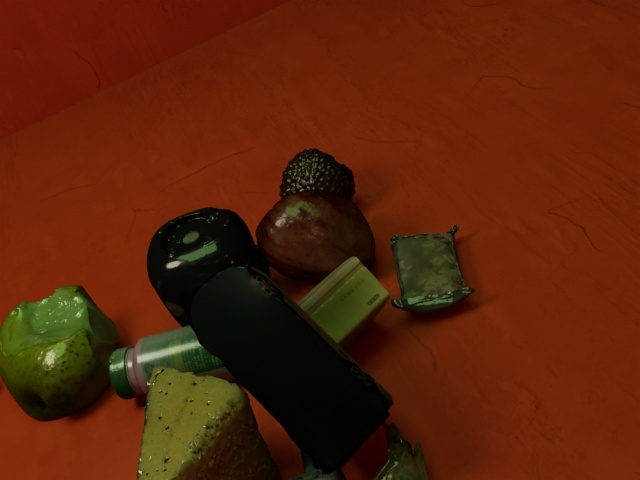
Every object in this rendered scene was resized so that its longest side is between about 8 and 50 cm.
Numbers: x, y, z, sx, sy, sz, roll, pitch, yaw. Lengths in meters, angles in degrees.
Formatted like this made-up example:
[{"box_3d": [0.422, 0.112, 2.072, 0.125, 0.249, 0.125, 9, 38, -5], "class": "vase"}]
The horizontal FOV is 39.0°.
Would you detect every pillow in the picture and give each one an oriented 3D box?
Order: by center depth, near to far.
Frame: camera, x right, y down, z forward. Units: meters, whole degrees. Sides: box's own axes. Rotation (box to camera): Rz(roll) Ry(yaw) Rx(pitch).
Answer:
[{"box_3d": [0.228, 0.065, 1.879, 0.169, 0.059, 0.255, -14, 34, 11], "class": "pillow"}]

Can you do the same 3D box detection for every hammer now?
[{"box_3d": [-0.019, 0.398, 1.581, 0.116, 0.070, 0.194, -22, 27, 2], "class": "hammer"}]

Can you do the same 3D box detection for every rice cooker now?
[{"box_3d": [-0.247, 0.059, 2.002, 0.267, 0.225, 0.267, -14, 35, 10], "class": "rice cooker"}]

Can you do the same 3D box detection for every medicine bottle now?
[{"box_3d": [-0.293, 0.247, 1.860, 0.274, 0.133, 0.133, -14, 36, 11], "class": "medicine bottle"}]

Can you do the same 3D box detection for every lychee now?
[{"box_3d": [-0.015, -0.124, 2.163, 0.188, 0.188, 0.188, -15, 36, 11], "class": "lychee"}]

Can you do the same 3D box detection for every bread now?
[{"box_3d": [-0.252, 0.404, 1.536, 0.279, 0.249, 0.315, 14, 40, 40], "class": "bread"}]

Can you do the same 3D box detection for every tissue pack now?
[{"box_3d": [0.007, 0.163, 1.766, 0.125, 0.159, 0.234, 46, 65, 9], "class": "tissue pack"}]

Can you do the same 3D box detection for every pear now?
[{"box_3d": [-0.590, 0.258, 1.978, 0.286, 0.176, 0.282, -23, 37, 1], "class": "pear"}]

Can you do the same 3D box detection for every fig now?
[{"box_3d": [-0.008, -0.009, 1.977, 0.263, 0.224, 0.224, 3, 39, 4], "class": "fig"}]

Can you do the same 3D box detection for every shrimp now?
[{"box_3d": [0.099, 0.430, 1.458, 0.168, 0.077, 0.317, -15, 39, 15], "class": "shrimp"}]

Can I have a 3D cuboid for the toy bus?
[{"box_3d": [-0.056, 0.209, 1.566, 0.386, 0.162, 0.171, 44, 91, 12], "class": "toy bus"}]
